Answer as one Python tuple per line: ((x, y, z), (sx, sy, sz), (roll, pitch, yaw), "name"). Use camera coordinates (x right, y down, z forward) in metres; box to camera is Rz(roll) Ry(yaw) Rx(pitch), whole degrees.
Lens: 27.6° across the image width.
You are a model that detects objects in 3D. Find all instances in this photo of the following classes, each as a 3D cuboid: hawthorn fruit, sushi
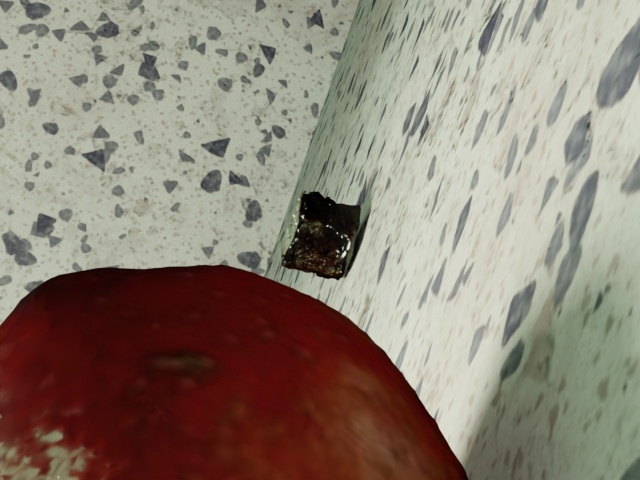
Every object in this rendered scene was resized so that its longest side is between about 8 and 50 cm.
((-0.059, 0.128, 0.614), (0.307, 0.265, 0.265), (-99, 26, -49), "hawthorn fruit")
((0.000, -0.001, 1.527), (0.094, 0.084, 0.098), (-82, 8, -50), "sushi")
